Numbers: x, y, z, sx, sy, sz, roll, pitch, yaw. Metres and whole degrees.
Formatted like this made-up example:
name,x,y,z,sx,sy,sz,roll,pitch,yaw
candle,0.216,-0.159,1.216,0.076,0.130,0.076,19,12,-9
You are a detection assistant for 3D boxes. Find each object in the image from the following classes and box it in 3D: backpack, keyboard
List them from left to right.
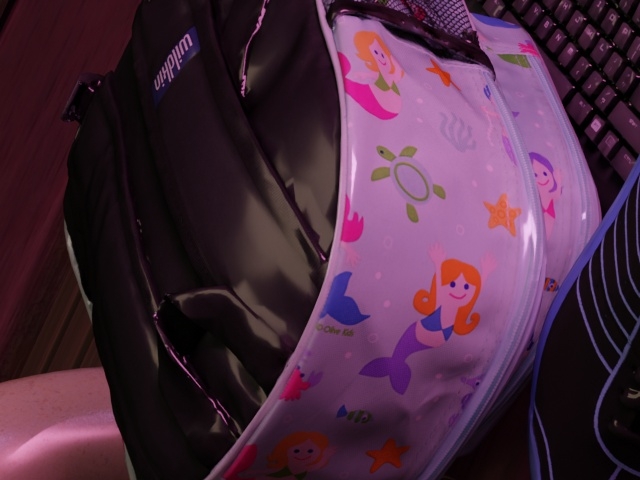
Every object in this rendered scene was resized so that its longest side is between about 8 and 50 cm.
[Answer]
name,x,y,z,sx,sy,sz,roll,pitch,yaw
backpack,0.000,0.000,0.776,0.225,0.191,0.253,-57,27,30
keyboard,0.147,-0.113,0.769,0.201,0.033,0.317,-60,34,22

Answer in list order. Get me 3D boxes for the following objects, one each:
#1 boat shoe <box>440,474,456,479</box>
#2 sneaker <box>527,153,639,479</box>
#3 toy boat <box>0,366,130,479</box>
name,x,y,z,sx,sy,sz,roll,pitch,yaw
boat shoe,0.029,0.177,0.846,0.152,0.056,0.049,-67,9,-10
sneaker,0.127,0.023,0.627,0.090,0.081,0.232,-77,2,-68
toy boat,-0.159,0.236,1.141,0.148,0.268,0.318,-162,65,-70
